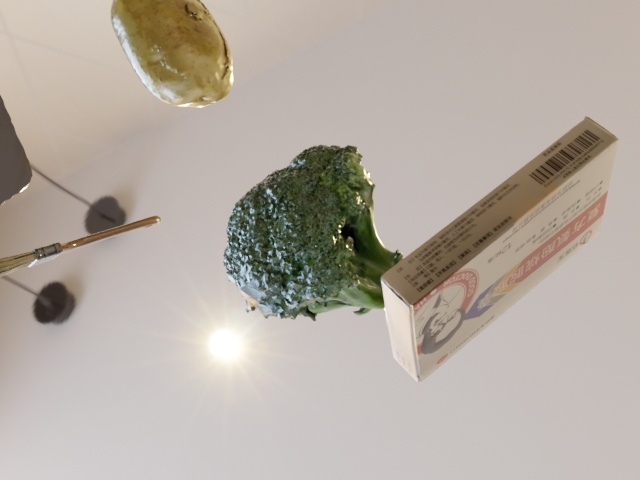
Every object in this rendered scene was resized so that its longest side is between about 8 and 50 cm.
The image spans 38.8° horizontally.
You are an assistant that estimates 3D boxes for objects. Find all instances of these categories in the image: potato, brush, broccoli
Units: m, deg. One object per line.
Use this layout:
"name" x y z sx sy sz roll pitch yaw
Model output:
"potato" -0.156 -0.213 0.954 0.107 0.080 0.171 -19 -109 -21
"brush" -0.225 0.004 0.844 0.043 0.169 0.014 -20 -91 58
"broccoli" 0.000 0.000 1.213 0.265 0.245 0.294 -53 -154 17

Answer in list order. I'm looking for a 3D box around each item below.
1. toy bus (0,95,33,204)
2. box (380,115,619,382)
"toy bus" -0.619 -0.227 1.415 0.162 0.387 0.171 -6 -155 24
"box" 0.235 0.016 1.183 0.353 0.214 0.069 -35 -122 -14
